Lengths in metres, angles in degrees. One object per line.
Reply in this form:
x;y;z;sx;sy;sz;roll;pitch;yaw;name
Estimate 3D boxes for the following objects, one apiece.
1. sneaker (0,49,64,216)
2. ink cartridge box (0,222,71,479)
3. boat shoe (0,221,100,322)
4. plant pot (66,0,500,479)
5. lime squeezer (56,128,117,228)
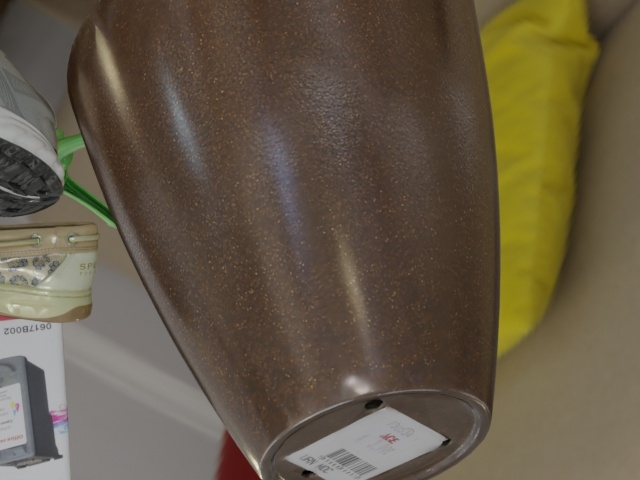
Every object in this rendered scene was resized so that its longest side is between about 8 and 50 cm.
-0.295;-0.124;1.231;0.100;0.108;0.271;-23;138;23;sneaker
-0.367;0.148;1.627;0.226;0.306;0.131;-6;-168;-19;ink cartridge box
-0.333;0.004;1.427;0.285;0.089;0.104;10;-171;-6;boat shoe
0.000;0.000;0.797;0.215;0.230;0.215;-10;148;-6;plant pot
-0.276;-0.075;1.820;0.110;0.059;0.310;32;162;4;lime squeezer
